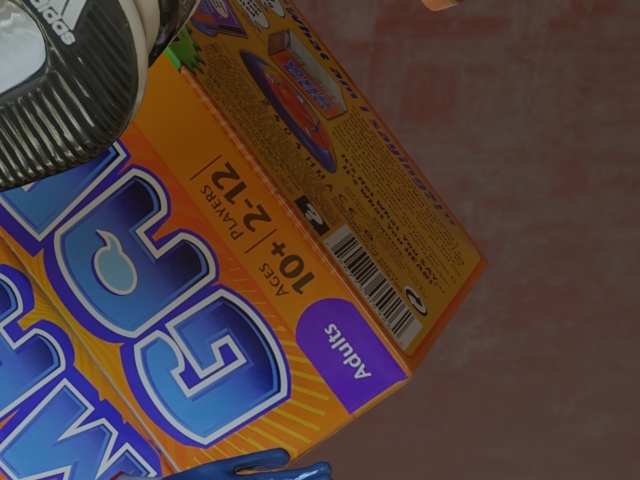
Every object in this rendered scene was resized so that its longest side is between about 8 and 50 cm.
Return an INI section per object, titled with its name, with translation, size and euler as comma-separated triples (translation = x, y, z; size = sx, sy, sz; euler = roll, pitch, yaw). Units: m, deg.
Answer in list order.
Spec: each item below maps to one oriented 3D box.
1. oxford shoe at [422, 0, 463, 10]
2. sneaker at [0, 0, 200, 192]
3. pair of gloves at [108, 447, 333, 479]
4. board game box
[oxford shoe]
translation = 0.216, -0.422, 1.812
size = 0.133, 0.363, 0.130
euler = -10, 138, 33
[sneaker]
translation = -0.186, -0.126, 0.777
size = 0.447, 0.257, 0.169
euler = -12, 124, 43
[pair of gloves]
translation = -0.083, 0.169, 0.864
size = 0.159, 0.198, 0.023
euler = -5, 105, 23
[board game box]
translation = -0.134, 0.014, 1.177
size = 0.356, 0.356, 0.356
euler = -37, 180, 19
